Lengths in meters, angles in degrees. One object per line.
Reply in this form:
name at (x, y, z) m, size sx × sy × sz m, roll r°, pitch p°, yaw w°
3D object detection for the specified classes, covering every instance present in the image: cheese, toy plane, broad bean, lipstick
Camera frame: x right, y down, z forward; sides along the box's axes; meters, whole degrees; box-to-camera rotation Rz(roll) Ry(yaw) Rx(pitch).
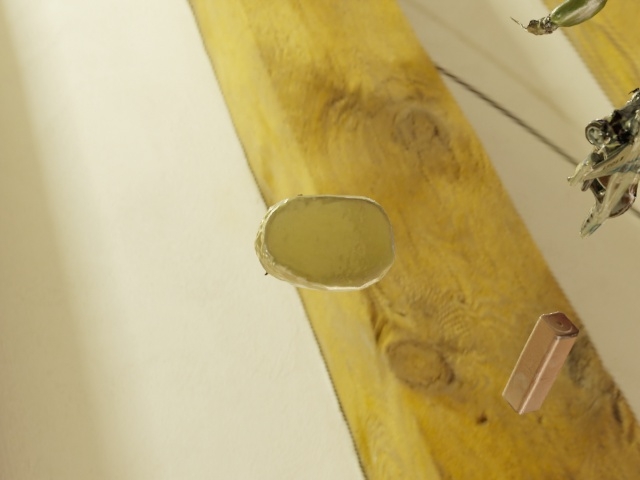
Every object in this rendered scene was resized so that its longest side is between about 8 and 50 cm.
cheese at (0.000, 0.000, 0.996) m, size 0.123 × 0.167 × 0.094 m, roll 11°, pitch -93°, yaw -5°
toy plane at (0.293, -0.080, 1.037) m, size 0.192 × 0.262 × 0.088 m, roll -32°, pitch -103°, yaw -25°
broad bean at (0.360, -0.355, 1.242) m, size 0.056 × 0.318 × 0.098 m, roll 36°, pitch -162°, yaw -45°
lipstick at (0.291, 0.164, 1.407) m, size 0.045 × 0.145 × 0.045 m, roll -9°, pitch -138°, yaw -32°
